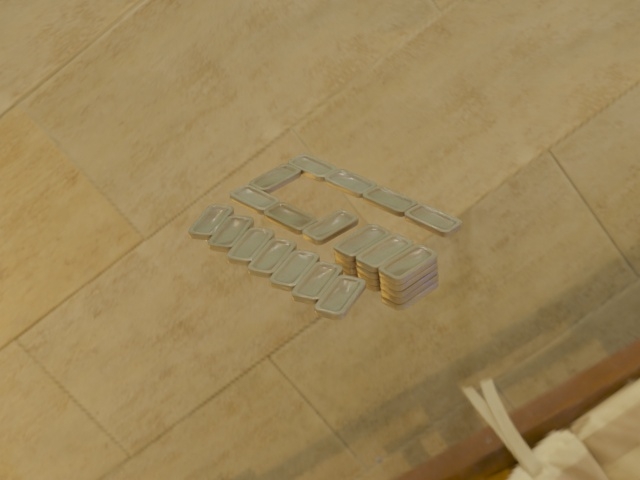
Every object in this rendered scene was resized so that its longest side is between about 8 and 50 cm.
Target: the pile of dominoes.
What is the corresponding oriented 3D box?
[{"bbox_3d":[0.000,0.000,0.964,0.196,0.251,0.040,-31,130,-33],"label":"pile of dominoes"}]
